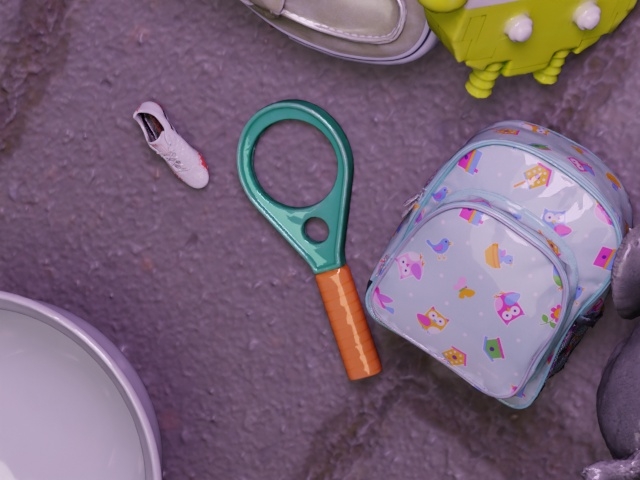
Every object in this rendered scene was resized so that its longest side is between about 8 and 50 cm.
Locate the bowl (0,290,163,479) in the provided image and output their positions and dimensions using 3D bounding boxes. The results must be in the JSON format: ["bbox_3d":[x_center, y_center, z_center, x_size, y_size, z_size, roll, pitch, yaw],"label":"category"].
[{"bbox_3d":[-0.248,0.168,1.385,0.297,0.134,0.298,4,104,15],"label":"bowl"}]

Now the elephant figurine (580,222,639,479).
[{"bbox_3d":[0.279,0.042,1.183,0.169,0.186,0.239,8,116,-4],"label":"elephant figurine"}]

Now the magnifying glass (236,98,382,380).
[{"bbox_3d":[0.000,0.000,1.333,0.092,0.026,0.231,-16,100,18],"label":"magnifying glass"}]

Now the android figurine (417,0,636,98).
[{"bbox_3d":[0.167,-0.210,1.137,0.056,0.248,0.273,53,141,33],"label":"android figurine"}]

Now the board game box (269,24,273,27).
[{"bbox_3d":[-0.005,-0.313,1.254,0.145,0.027,0.281,-12,101,19],"label":"board game box"}]

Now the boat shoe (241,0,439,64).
[{"bbox_3d":[-0.050,-0.214,1.225,0.302,0.094,0.109,29,112,10],"label":"boat shoe"}]

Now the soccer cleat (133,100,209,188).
[{"bbox_3d":[-0.121,-0.075,1.341,0.029,0.035,0.083,-34,93,20],"label":"soccer cleat"}]

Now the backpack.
[{"bbox_3d":[0.137,0.012,1.238,0.166,0.144,0.188,35,107,11],"label":"backpack"}]
